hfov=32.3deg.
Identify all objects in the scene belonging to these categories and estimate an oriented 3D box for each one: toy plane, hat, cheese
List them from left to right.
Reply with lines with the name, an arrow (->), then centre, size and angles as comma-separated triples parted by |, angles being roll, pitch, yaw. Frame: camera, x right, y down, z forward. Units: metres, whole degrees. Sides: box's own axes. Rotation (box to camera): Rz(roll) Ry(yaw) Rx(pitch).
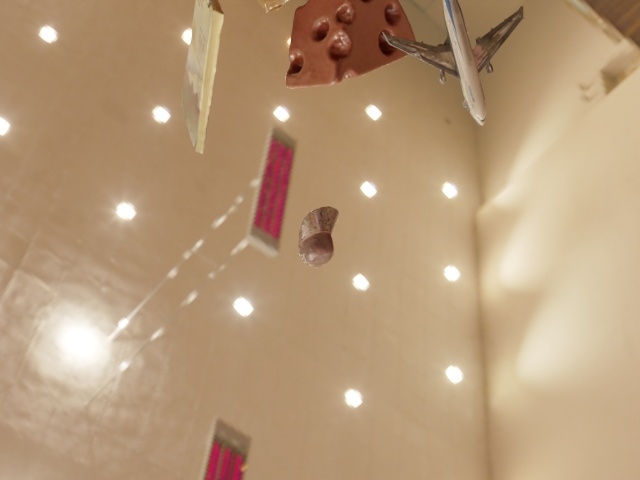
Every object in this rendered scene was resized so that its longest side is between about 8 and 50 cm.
hat -> 0.002, -0.002, 1.480 | 0.058, 0.087, 0.042 | 11, -155, -45
cheese -> 0.030, -0.353, 1.750 | 0.203, 0.128, 0.177 | -27, -69, -37
toy plane -> 0.200, -0.274, 1.567 | 0.226, 0.058, 0.226 | -14, -82, -18

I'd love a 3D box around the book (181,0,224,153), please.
book -> -0.222, -0.332, 2.062 | 0.026, 0.289, 0.201 | 1, -147, -16

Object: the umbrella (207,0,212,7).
umbrella -> -0.125, -0.351, 1.432 | 0.022, 0.149, 0.022 | -4, -124, -26

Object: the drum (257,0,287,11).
drum -> -0.096, -0.612, 1.841 | 0.431, 0.214, 0.431 | 60, 180, 1
